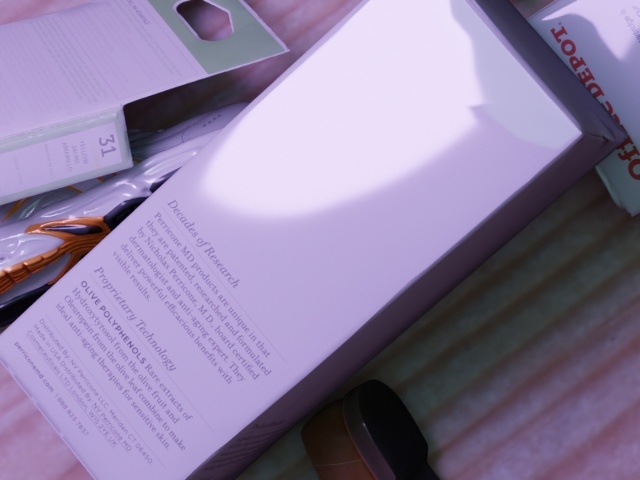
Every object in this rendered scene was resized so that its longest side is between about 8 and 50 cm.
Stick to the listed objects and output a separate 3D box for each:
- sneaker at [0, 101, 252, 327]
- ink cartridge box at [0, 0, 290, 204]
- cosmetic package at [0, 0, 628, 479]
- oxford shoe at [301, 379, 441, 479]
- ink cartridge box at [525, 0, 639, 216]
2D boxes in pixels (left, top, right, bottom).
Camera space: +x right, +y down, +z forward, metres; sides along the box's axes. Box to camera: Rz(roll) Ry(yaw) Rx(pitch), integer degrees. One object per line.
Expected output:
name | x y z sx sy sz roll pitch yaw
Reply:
sneaker | -0.163 -0.048 1.274 0.262 0.099 0.121 -26 68 -5
ink cartridge box | -0.155 -0.106 1.247 0.235 0.171 0.056 -16 123 -16
cosmetic package | 0.000 0.000 1.160 0.365 0.197 0.155 -43 80 12
oxford shoe | 0.055 0.202 1.241 0.076 0.076 0.212 -30 83 31
ink cartridge box | 0.258 -0.131 1.221 0.208 0.087 0.153 -31 84 17
